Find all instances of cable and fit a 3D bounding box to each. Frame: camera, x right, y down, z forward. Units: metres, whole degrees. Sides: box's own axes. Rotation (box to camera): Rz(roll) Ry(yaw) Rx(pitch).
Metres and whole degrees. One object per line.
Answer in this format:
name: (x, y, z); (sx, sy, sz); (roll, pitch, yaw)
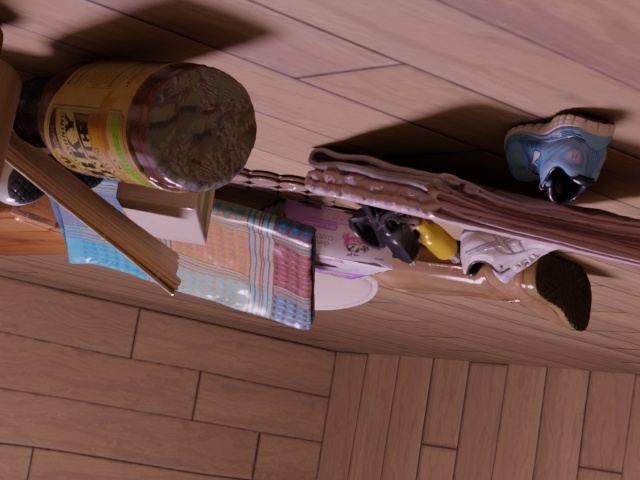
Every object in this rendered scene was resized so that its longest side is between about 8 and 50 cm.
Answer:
cable: (0.085, -0.041, 1.816); (0.139, 0.072, 0.287); (24, 166, 24)

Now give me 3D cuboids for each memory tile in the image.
memory tile: (-0.052, -0.068, 1.833); (0.148, 0.012, 0.113); (10, 172, 0)

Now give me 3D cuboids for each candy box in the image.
candy box: (0.000, 0.000, 2.035); (0.164, 0.070, 0.196); (12, 172, -15)

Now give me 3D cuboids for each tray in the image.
tray: (-0.471, -0.035, 2.258); (0.203, 0.076, 0.411); (21, 167, -36)

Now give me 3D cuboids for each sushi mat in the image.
sushi mat: (-0.263, -0.060, 1.482); (0.316, 0.019, 0.151); (39, -177, -14)

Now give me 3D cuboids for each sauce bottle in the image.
sauce bottle: (-0.184, -0.108, 1.327); (0.111, 0.111, 0.344); (14, 178, -32)

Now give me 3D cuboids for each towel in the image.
towel: (0.180, -0.032, 1.523); (0.317, 0.053, 0.332); (12, -178, -24)
towel: (-0.185, 0.006, 1.961); (0.370, 0.040, 0.271); (16, 153, 8)

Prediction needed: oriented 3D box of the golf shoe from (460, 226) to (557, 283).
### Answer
golf shoe: (0.248, 0.012, 1.799); (0.176, 0.086, 0.069); (0, 166, 41)

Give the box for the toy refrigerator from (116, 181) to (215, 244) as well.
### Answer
toy refrigerator: (-0.163, -0.067, 1.652); (0.094, 0.102, 0.269); (9, 171, 0)

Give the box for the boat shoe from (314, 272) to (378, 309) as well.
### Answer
boat shoe: (-0.070, 0.028, 2.222); (0.324, 0.097, 0.117); (8, 132, -14)

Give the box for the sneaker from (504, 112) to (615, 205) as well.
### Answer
sneaker: (0.207, -0.068, 1.330); (0.063, 0.073, 0.162); (11, 173, -13)

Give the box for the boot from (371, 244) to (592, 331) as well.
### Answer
boot: (0.236, 0.057, 2.146); (0.269, 0.089, 0.236); (3, 160, 34)

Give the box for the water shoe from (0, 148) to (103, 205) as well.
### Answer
water shoe: (-0.315, -0.090, 1.659); (0.080, 0.073, 0.203); (13, -165, 23)

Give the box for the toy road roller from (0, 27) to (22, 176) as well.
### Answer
toy road roller: (-0.409, -0.131, 1.174); (0.329, 0.203, 0.240); (13, 161, -12)
